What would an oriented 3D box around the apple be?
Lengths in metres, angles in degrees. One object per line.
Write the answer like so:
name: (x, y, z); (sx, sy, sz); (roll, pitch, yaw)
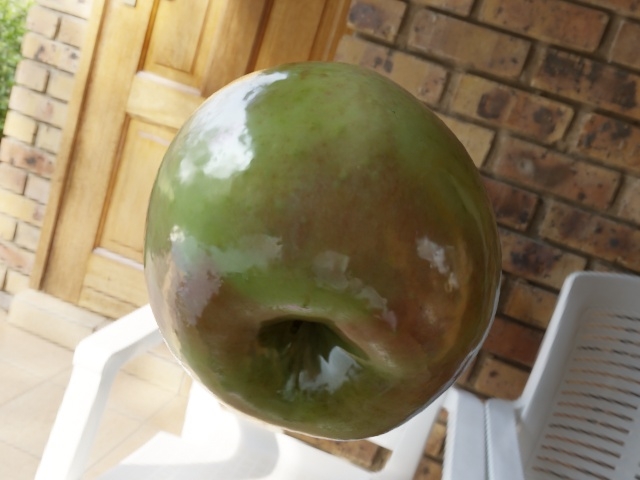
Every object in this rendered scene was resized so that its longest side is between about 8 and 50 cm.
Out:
apple: (0.000, 0.000, 0.639); (0.319, 0.319, 0.277); (17, 39, -6)
